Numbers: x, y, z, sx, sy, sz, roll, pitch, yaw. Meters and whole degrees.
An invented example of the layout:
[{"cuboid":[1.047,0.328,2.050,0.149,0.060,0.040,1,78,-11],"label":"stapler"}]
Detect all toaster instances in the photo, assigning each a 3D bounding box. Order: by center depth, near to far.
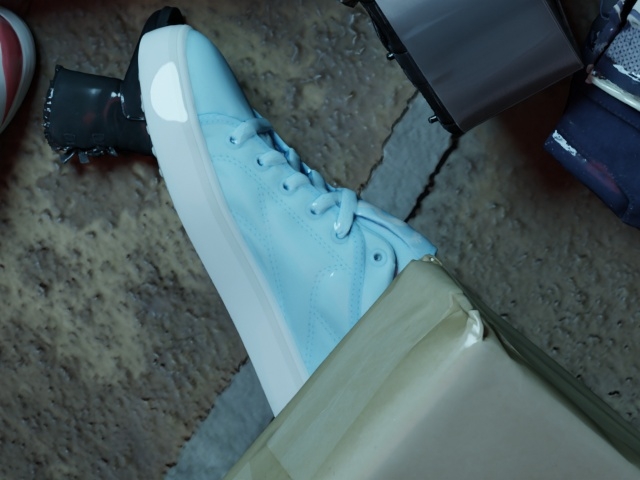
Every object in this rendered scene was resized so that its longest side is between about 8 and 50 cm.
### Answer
[{"cuboid":[0.080,-0.178,1.261,0.110,0.186,0.168,-26,133,14],"label":"toaster"}]

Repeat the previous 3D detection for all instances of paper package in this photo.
[{"cuboid":[0.086,0.232,1.270,0.309,0.168,0.325,39,97,-19],"label":"paper package"}]

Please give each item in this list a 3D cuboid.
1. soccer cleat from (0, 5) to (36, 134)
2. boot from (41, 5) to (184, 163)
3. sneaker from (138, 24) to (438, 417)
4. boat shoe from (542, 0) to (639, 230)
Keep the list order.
[{"cuboid":[-0.313,-0.030,1.445,0.108,0.116,0.318,27,102,11],"label":"soccer cleat"},{"cuboid":[-0.152,-0.115,1.433,0.099,0.045,0.121,6,97,18],"label":"boot"},{"cuboid":[0.000,0.000,1.367,0.150,0.135,0.366,-24,98,9],"label":"sneaker"},{"cuboid":[0.311,-0.044,1.286,0.340,0.127,0.158,36,120,9],"label":"boat shoe"}]
